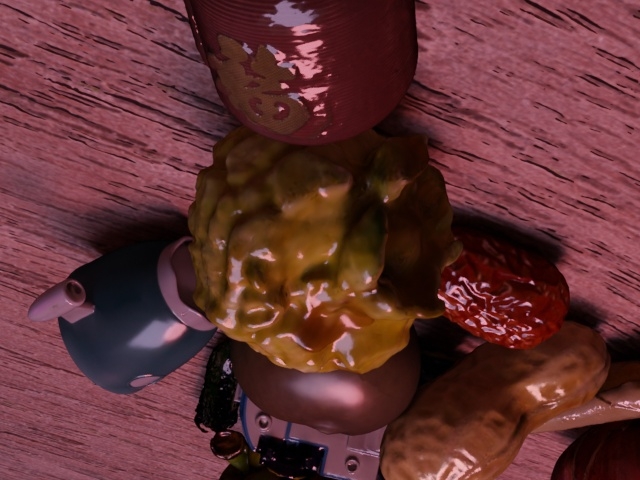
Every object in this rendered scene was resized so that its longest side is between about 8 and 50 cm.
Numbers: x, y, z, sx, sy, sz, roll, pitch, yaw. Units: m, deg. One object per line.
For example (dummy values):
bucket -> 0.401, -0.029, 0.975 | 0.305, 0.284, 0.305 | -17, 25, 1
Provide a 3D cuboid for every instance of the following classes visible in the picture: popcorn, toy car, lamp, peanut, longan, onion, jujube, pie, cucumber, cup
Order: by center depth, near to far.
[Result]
lamp -> -0.018, -0.180, 0.785 | 0.180, 0.180, 0.258 | 2, 145, 12
popcorn -> 0.000, 0.000, 1.002 | 0.257, 0.224, 0.270 | 15, 127, -9
jujube -> 0.181, 0.048, 1.139 | 0.176, 0.109, 0.112 | 26, 108, -9
longan -> 0.010, 0.119, 1.201 | 0.220, 0.197, 0.197 | 18, 147, 9
cup -> -0.191, 0.073, 1.226 | 0.173, 0.168, 0.299 | -28, 158, 32
peanut -> 0.203, 0.195, 1.232 | 0.147, 0.305, 0.147 | 50, 166, 18
pie -> 0.346, 0.190, 1.307 | 0.282, 0.128, 0.068 | -20, 93, 35
toy car -> 0.047, 0.219, 1.373 | 0.314, 0.198, 0.166 | 11, 178, 2
onion -> 0.428, 0.314, 1.413 | 0.248, 0.161, 0.248 | 12, 156, 5
cucumber -> -0.139, 0.212, 1.496 | 0.067, 0.067, 0.245 | 13, 148, -4

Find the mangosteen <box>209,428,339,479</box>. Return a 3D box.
mangosteen -> 0.005, 0.383, 1.517 | 0.311, 0.311, 0.311 | 7, 146, 5
